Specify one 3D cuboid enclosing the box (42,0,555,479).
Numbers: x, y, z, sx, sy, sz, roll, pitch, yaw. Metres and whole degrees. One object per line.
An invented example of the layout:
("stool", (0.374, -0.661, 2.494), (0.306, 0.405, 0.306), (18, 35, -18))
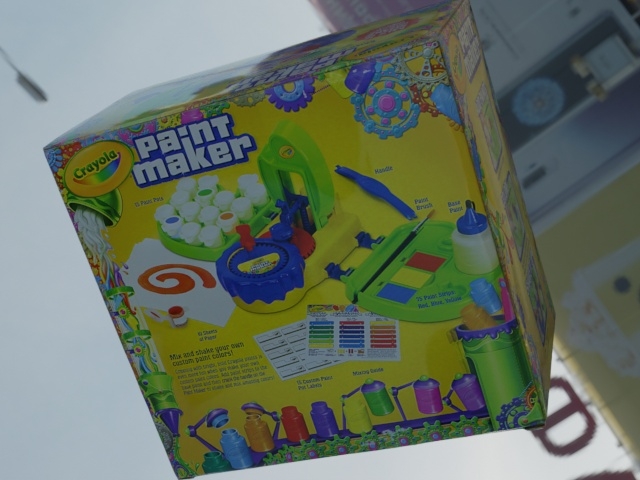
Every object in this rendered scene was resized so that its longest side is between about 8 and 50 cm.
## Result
("box", (0.000, 0.000, 0.795), (0.177, 0.290, 0.279), (-58, -47, -64))
